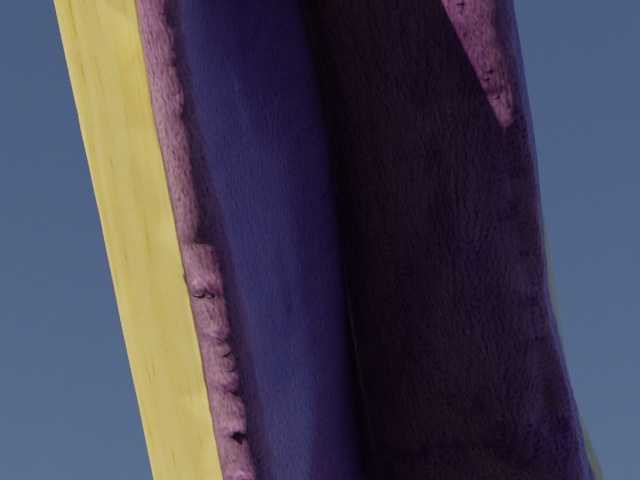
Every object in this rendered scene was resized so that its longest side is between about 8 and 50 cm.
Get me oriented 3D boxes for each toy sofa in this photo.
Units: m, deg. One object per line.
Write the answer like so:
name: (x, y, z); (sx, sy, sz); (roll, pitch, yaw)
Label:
toy sofa: (0.000, 0.000, 0.644); (0.177, 0.150, 0.363); (-2, -71, 22)
